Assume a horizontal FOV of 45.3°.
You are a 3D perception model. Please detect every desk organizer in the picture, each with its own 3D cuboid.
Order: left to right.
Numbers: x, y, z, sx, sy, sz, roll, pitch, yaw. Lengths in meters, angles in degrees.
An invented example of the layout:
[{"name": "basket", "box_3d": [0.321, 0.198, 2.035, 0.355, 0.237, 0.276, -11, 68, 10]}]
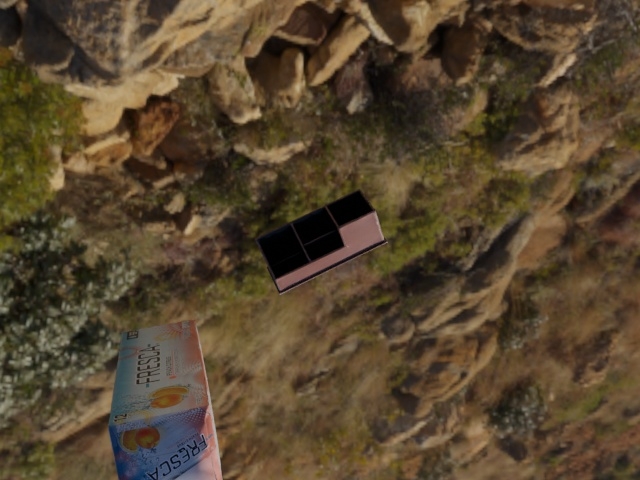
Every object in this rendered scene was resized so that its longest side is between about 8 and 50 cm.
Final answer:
[{"name": "desk organizer", "box_3d": [0.000, 0.000, 0.826, 0.130, 0.047, 0.050, -26, 134, -4]}]

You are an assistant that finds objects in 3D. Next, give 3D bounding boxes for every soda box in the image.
[{"name": "soda box", "box_3d": [-0.109, 0.112, 0.538, 0.063, 0.058, 0.183, -10, -168, -10]}]
